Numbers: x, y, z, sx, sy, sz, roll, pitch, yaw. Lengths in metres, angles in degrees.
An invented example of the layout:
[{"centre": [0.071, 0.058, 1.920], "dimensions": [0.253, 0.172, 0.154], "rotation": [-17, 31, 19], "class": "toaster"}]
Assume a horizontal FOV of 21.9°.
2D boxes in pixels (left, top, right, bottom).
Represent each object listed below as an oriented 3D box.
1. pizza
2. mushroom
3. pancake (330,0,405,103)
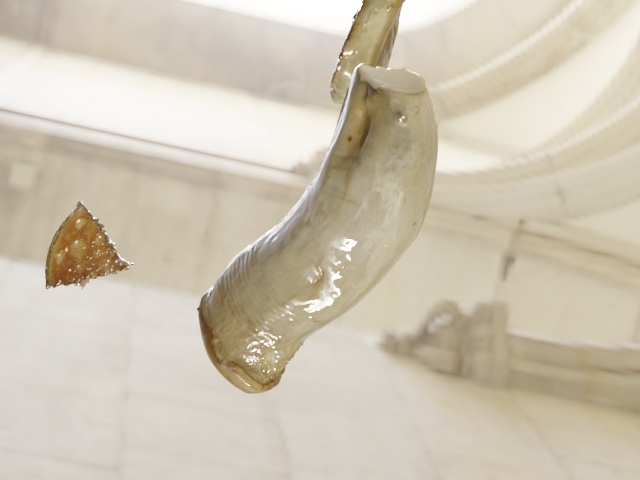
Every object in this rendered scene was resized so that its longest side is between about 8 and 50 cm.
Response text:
[{"centre": [-0.284, 0.021, 1.928], "dimensions": [0.099, 0.100, 0.029], "rotation": [-39, 172, -1], "class": "pizza"}, {"centre": [0.000, 0.000, 1.378], "dimensions": [0.095, 0.123, 0.351], "rotation": [-27, 159, -48], "class": "mushroom"}, {"centre": [0.084, -0.308, 1.757], "dimensions": [0.356, 0.065, 0.356], "rotation": [-163, -90, -87], "class": "pancake"}]
